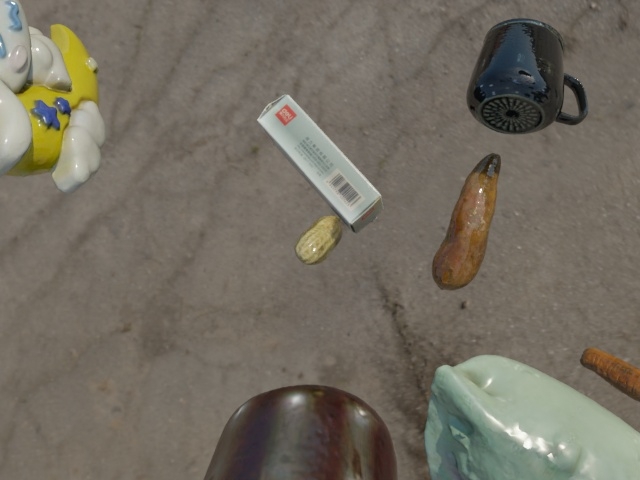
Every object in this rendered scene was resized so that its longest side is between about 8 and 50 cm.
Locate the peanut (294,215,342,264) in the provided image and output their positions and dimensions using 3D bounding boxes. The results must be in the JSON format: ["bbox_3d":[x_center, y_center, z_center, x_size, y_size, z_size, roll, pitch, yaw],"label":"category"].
[{"bbox_3d":[0.000,0.000,1.934,0.083,0.194,0.094,19,123,19],"label":"peanut"}]

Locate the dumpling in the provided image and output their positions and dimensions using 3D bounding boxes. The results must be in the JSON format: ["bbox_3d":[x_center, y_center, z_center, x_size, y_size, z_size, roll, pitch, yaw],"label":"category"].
[{"bbox_3d":[0.157,0.177,0.586,0.216,0.105,0.149,34,94,-2],"label":"dumpling"}]

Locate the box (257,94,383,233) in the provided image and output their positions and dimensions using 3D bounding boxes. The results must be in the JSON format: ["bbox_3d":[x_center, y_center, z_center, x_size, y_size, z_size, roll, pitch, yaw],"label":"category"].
[{"bbox_3d":[0.002,-0.139,1.454,0.079,0.135,0.269,-41,81,0],"label":"box"}]

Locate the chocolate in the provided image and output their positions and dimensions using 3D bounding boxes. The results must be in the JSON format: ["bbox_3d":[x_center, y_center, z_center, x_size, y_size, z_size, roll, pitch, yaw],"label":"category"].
[{"bbox_3d":[-0.024,0.403,1.298,0.383,0.384,0.332,-9,55,29],"label":"chocolate"}]

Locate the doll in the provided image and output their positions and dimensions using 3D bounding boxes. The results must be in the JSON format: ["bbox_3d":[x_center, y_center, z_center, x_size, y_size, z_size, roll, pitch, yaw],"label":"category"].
[{"bbox_3d":[-0.300,-0.163,0.724,0.111,0.237,0.252,-28,62,30],"label":"doll"}]

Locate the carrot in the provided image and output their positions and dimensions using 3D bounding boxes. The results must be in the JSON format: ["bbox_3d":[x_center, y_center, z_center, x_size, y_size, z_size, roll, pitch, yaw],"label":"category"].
[{"bbox_3d":[0.568,0.255,1.469,0.186,0.060,0.060,28,99,45],"label":"carrot"}]

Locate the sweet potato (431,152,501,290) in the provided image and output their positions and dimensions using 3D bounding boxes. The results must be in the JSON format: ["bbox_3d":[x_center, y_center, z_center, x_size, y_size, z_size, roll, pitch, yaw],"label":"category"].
[{"bbox_3d":[0.293,-0.028,1.531,0.097,0.097,0.292,27,106,30],"label":"sweet potato"}]

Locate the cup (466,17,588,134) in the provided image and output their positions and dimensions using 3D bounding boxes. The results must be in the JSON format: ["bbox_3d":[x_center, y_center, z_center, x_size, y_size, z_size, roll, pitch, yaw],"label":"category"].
[{"bbox_3d":[0.379,-0.286,1.419,0.222,0.169,0.177,18,64,-9],"label":"cup"}]
